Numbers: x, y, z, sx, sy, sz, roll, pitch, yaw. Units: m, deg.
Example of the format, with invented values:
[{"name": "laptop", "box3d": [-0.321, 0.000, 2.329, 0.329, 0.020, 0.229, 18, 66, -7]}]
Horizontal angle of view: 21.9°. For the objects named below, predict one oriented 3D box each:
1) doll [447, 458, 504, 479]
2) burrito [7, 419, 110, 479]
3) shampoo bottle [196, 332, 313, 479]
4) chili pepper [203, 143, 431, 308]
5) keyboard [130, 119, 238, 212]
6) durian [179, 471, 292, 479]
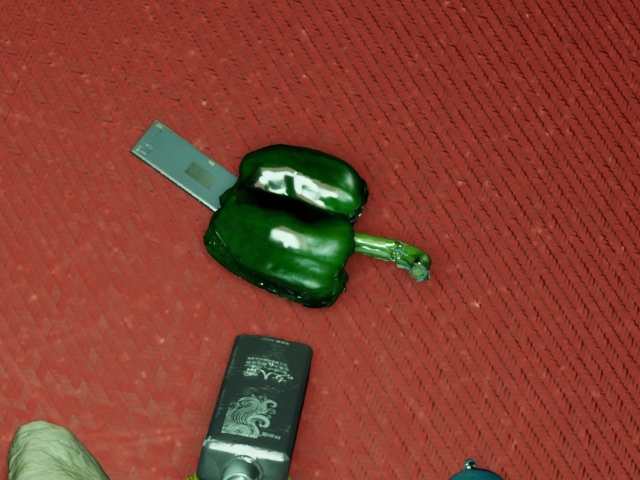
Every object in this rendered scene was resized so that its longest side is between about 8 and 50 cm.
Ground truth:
[{"name": "doll", "box3d": [0.185, 0.330, 1.934, 0.114, 0.085, 0.151, -8, 85, -26]}, {"name": "burrito", "box3d": [-0.275, 0.306, 1.791, 0.105, 0.299, 0.143, -32, 109, -2]}, {"name": "shampoo bottle", "box3d": [-0.074, 0.210, 1.834, 0.098, 0.071, 0.309, 14, 29, -1]}, {"name": "chili pepper", "box3d": [0.000, 0.000, 1.960, 0.261, 0.165, 0.173, 22, 50, -8]}, {"name": "keyboard", "box3d": [-0.148, -0.078, 2.036, 0.176, 0.014, 0.055, 35, 70, 2]}, {"name": "durian", "box3d": [-0.088, 0.393, 1.805, 0.291, 0.224, 0.291, 1, 37, -1]}]
